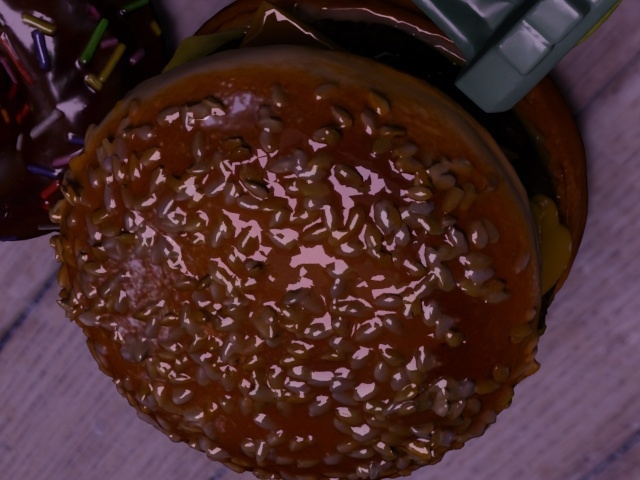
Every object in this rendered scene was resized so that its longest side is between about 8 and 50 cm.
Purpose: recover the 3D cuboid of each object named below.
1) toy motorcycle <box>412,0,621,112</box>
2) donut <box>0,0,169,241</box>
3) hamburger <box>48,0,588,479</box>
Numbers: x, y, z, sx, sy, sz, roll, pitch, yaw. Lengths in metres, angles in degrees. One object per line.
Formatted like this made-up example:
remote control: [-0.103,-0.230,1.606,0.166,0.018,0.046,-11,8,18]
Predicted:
toy motorcycle: [0.122,-0.224,0.817,0.191,0.200,0.326,41,127,-4]
donut: [-0.200,-0.094,1.084,0.216,0.096,0.230,21,125,9]
hamburger: [0.000,0.000,0.985,0.291,0.225,0.291,9,124,13]
